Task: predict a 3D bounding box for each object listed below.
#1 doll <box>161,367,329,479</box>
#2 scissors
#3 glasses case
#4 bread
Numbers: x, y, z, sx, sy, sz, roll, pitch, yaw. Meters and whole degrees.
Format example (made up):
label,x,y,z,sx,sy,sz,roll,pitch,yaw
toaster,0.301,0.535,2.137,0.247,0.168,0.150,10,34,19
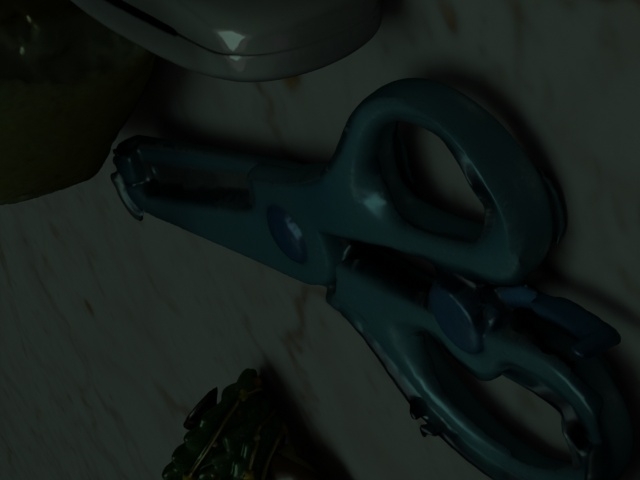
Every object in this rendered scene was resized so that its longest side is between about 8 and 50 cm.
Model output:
label,x,y,z,sx,sy,sz,roll,pitch,yaw
doll,-0.036,0.133,0.907,0.113,0.077,0.078,55,147,17
scissors,0.001,0.000,0.746,0.393,0.032,0.180,19,131,57
glasses case,-0.049,-0.108,0.684,0.193,0.074,0.049,31,138,50
bread,-0.173,-0.111,0.861,0.186,0.124,0.257,64,156,22
